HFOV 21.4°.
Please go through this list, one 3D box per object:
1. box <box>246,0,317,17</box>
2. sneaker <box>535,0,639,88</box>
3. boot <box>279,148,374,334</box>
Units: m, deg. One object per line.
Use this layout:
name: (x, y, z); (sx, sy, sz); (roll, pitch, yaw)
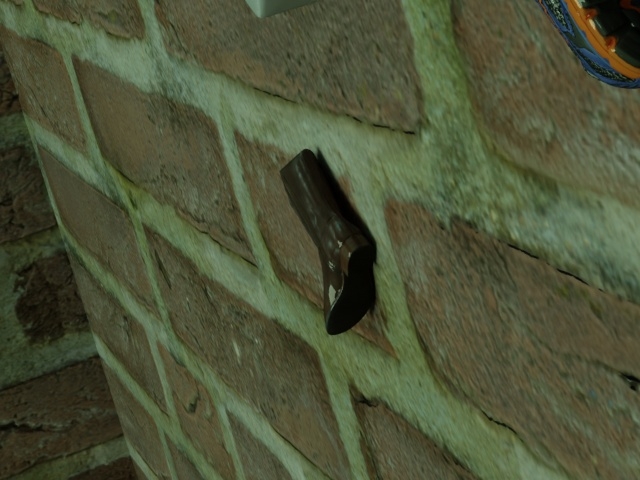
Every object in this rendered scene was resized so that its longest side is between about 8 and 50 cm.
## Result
box: (-0.017, -0.249, 0.873); (0.181, 0.119, 0.182); (89, 157, -50)
sneaker: (0.091, -0.155, 0.697); (0.087, 0.083, 0.221); (111, 140, -75)
boot: (0.000, 0.000, 1.274); (0.114, 0.037, 0.106); (55, 146, 35)
